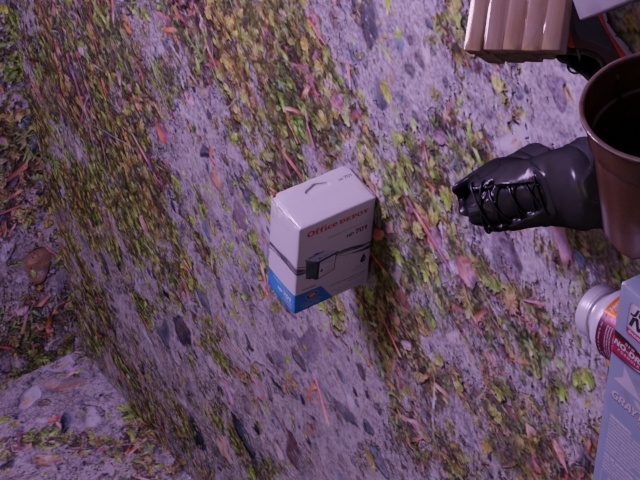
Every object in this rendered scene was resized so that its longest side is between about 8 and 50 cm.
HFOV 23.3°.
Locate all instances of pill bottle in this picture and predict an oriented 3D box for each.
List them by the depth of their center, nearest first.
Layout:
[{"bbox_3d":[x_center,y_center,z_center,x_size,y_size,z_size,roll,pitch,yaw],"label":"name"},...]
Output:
[{"bbox_3d":[0.360,0.107,1.745,0.152,0.086,0.086,33,141,50],"label":"pill bottle"}]

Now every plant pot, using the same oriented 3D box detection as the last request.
[{"bbox_3d":[0.341,-0.074,1.537,0.167,0.167,0.165,44,156,39],"label":"plant pot"}]

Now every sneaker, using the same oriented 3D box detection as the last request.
[{"bbox_3d":[0.270,-0.221,1.645,0.158,0.064,0.061,56,154,20],"label":"sneaker"},{"bbox_3d":[0.236,-0.048,1.744,0.286,0.130,0.109,177,75,-77],"label":"sneaker"}]

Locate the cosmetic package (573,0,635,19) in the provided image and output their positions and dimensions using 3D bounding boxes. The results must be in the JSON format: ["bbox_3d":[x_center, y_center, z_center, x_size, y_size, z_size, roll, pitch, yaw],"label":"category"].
[{"bbox_3d":[0.327,-0.284,1.395,0.238,0.127,0.107,-8,104,64],"label":"cosmetic package"}]

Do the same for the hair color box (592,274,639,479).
[{"bbox_3d":[0.397,0.173,1.607,0.113,0.185,0.375,45,149,40],"label":"hair color box"}]

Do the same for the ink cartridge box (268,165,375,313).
[{"bbox_3d":[0.000,0.000,2.319,0.082,0.139,0.191,51,152,32],"label":"ink cartridge box"}]

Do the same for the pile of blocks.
[{"bbox_3d":[0.199,-0.345,1.645,0.112,0.149,0.362,15,-123,-63],"label":"pile of blocks"}]
